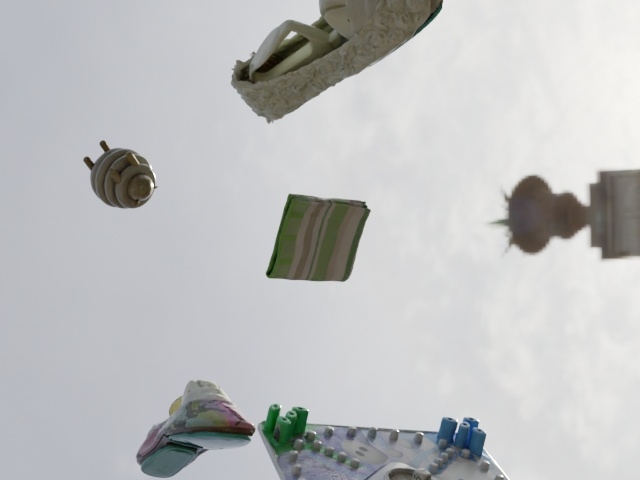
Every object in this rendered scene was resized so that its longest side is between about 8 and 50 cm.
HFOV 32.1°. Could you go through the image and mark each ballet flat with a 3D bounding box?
[{"bbox_3d":[-0.135,0.193,1.177,0.077,0.221,0.079,18,-119,-24],"label":"ballet flat"},{"bbox_3d":[0.011,-0.323,1.791,0.147,0.409,0.147,34,-140,-34],"label":"ballet flat"}]

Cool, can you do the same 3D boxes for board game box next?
[{"bbox_3d":[0.136,0.362,1.663,0.390,0.390,0.050,7,-72,-20],"label":"board game box"}]

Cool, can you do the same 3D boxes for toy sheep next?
[{"bbox_3d":[-0.273,-0.087,1.507,0.091,0.132,0.091,-23,-54,-35],"label":"toy sheep"}]

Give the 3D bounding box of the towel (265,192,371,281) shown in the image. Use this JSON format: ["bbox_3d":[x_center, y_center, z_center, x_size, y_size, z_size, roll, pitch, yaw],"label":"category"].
[{"bbox_3d":[0.000,0.000,1.409,0.152,0.023,0.113,3,-76,-50],"label":"towel"}]
